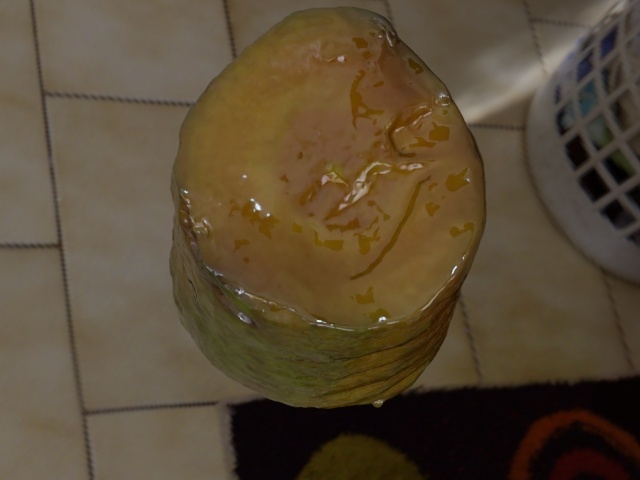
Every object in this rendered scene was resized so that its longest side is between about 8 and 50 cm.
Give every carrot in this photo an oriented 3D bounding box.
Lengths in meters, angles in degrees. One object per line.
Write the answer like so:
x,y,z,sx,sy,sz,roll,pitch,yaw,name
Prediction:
0.000,0.000,0.940,0.241,0.341,0.241,1,67,-3,carrot
